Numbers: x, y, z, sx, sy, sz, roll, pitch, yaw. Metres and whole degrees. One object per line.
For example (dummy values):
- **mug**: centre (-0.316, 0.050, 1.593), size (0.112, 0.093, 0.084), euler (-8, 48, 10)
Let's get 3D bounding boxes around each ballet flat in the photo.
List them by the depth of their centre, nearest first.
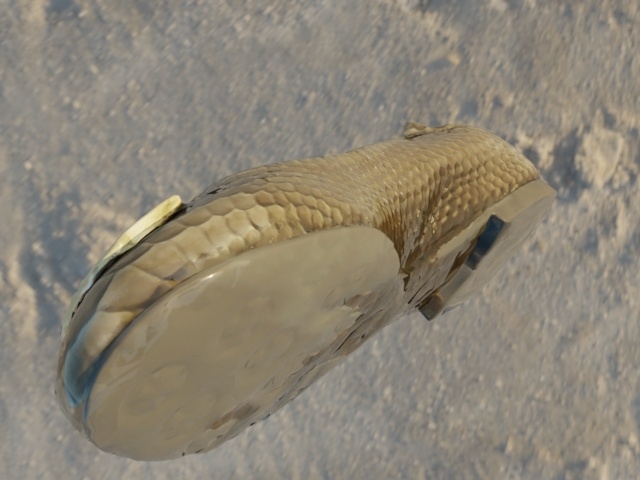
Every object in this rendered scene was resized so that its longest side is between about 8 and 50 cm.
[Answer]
- **ballet flat**: centre (0.000, 0.000, 0.416), size (0.058, 0.250, 0.084), euler (44, 118, 15)
